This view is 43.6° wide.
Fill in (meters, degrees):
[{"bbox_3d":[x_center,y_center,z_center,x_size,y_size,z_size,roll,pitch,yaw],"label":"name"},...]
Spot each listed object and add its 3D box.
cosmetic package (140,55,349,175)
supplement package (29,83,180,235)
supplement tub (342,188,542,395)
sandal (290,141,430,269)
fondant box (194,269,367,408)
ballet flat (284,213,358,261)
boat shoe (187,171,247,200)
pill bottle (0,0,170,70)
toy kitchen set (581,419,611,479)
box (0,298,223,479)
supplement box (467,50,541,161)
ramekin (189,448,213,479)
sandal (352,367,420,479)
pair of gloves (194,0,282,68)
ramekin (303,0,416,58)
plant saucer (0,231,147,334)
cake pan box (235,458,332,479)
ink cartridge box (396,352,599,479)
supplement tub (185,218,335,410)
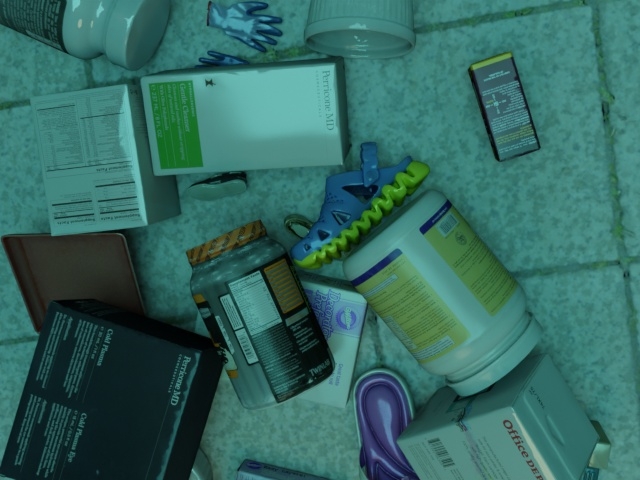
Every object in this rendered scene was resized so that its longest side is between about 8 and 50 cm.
[{"bbox_3d":[-0.134,-0.239,1.527,0.366,0.155,0.197,-4,106,9],"label":"cosmetic package"},{"bbox_3d":[-0.412,-0.158,1.561,0.198,0.199,0.262,-6,97,9],"label":"supplement package"},{"bbox_3d":[0.227,0.097,1.488,0.241,0.241,0.331,-40,91,11],"label":"supplement tub"},{"bbox_3d":[0.056,-0.072,1.534,0.317,0.126,0.138,-42,83,-13],"label":"sandal"},{"bbox_3d":[-0.082,0.179,1.616,0.330,0.096,0.238,12,99,5],"label":"fondant box"},{"bbox_3d":[0.000,0.000,1.601,0.168,0.052,0.057,24,101,4],"label":"ballet flat"},{"bbox_3d":[-0.209,-0.113,1.622,0.125,0.038,0.046,-11,138,15],"label":"boat shoe"},{"bbox_3d":[-0.490,-0.472,1.524,0.363,0.210,0.210,25,100,4],"label":"pill bottle"},{"bbox_3d":[0.457,0.459,1.566,0.166,0.122,0.207,8,98,7],"label":"toy kitchen set"},{"bbox_3d":[-0.385,0.318,1.522,0.312,0.179,0.343,17,90,12],"label":"box"},{"bbox_3d":[0.342,-0.248,1.494,0.081,0.104,0.188,-17,95,10],"label":"supplement box"},{"bbox_3d":[-0.349,0.524,1.683,0.273,0.127,0.273,1,97,8],"label":"ramekin"},{"bbox_3d":[0.149,0.458,1.569,0.169,0.102,0.416,-24,76,11],"label":"sandal"},{"bbox_3d":[-0.163,-0.378,1.587,0.159,0.023,0.198,13,103,4],"label":"pair of gloves"},{"bbox_3d":[0.074,-0.410,1.463,0.207,0.207,0.109,3,90,7],"label":"ramekin"},{"bbox_3d":[-0.491,0.082,1.640,0.258,0.047,0.259,-1,124,8],"label":"plant saucer"},{"bbox_3d":[-0.074,0.621,1.690,0.246,0.070,0.267,11,99,8],"label":"cake pan box"},{"bbox_3d":[0.329,0.369,1.481,0.270,0.197,0.198,-29,94,40],"label":"ink cartridge box"},{"bbox_3d":[-0.116,0.133,1.469,0.194,0.193,0.316,-23,92,10],"label":"supplement tub"}]
